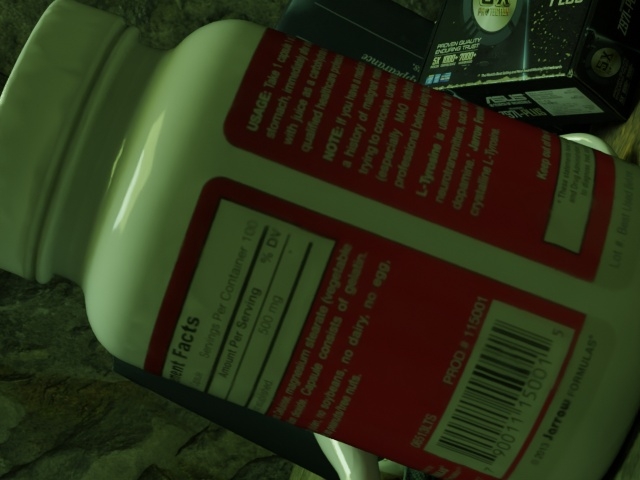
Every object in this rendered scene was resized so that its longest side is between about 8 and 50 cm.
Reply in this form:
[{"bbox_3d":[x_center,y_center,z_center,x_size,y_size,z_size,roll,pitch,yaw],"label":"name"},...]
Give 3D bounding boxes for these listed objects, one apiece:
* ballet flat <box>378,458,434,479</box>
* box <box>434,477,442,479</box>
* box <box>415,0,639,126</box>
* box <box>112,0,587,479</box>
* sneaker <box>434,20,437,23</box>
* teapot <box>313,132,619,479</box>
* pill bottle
[{"bbox_3d":[0.053,0.204,1.207,0.188,0.070,0.070,-75,6,-67],"label":"ballet flat"},{"bbox_3d":[0.084,0.271,1.294,0.233,0.044,0.159,121,170,-81],"label":"box"},{"bbox_3d":[0.183,-0.175,1.313,0.180,0.077,0.147,0,64,49],"label":"box"},{"bbox_3d":[0.024,-0.001,1.454,0.396,0.293,0.212,-63,0,-15],"label":"box"},{"bbox_3d":[0.219,-0.292,1.959,0.385,0.145,0.147,-74,4,-51],"label":"sneaker"},{"bbox_3d":[0.095,0.053,1.187,0.187,0.252,0.256,35,130,54],"label":"teapot"},{"bbox_3d":[0.000,0.000,0.983,0.229,0.407,0.229,-159,90,-88],"label":"pill bottle"}]
